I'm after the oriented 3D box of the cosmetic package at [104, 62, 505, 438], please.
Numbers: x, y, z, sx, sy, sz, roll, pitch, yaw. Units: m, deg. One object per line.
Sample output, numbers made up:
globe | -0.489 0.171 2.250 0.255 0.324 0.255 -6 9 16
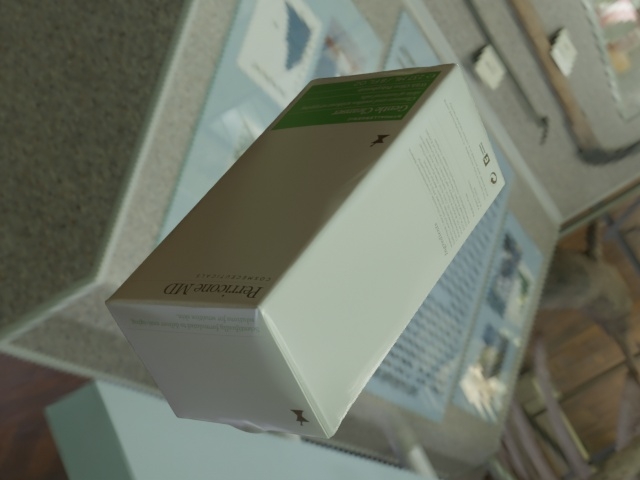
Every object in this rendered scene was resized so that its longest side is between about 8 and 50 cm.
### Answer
cosmetic package | 0.000 0.000 1.156 0.197 0.155 0.365 -1 -144 38
